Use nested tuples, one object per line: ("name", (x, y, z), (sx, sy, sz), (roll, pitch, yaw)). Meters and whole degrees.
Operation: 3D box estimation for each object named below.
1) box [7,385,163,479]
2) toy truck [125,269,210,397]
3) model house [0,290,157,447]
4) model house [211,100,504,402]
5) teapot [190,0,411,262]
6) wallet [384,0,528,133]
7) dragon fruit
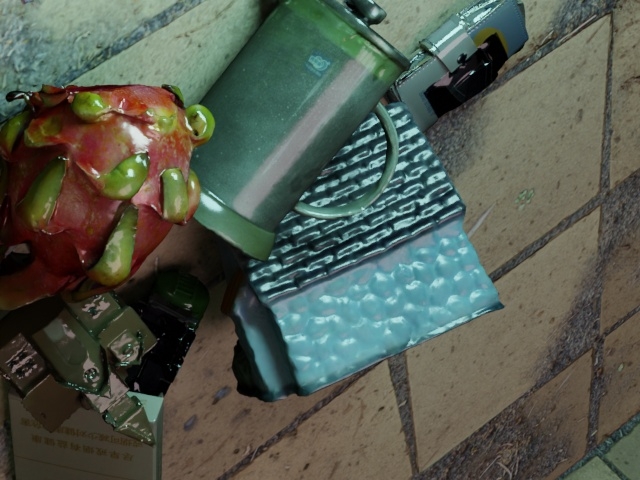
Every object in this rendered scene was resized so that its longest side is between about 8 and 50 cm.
("box", (-0.322, 0.331, 2.098), (0.051, 0.205, 0.365), (-76, 175, -46))
("toy truck", (-0.235, 0.158, 2.073), (0.242, 0.101, 0.125), (-63, -179, 23))
("model house", (-0.277, 0.175, 1.883), (0.181, 0.176, 0.248), (-42, 110, -9))
("model house", (0.000, 0.000, 2.067), (0.360, 0.339, 0.297), (-23, -171, -10))
("teapot", (-0.022, -0.146, 1.853), (0.270, 0.200, 0.337), (37, 97, -14))
("wallet", (0.196, -0.251, 2.147), (0.231, 0.069, 0.170), (-41, 153, -5))
("dragon fruit", (-0.263, -0.055, 1.702), (0.307, 0.243, 0.227), (-16, 161, 43))
